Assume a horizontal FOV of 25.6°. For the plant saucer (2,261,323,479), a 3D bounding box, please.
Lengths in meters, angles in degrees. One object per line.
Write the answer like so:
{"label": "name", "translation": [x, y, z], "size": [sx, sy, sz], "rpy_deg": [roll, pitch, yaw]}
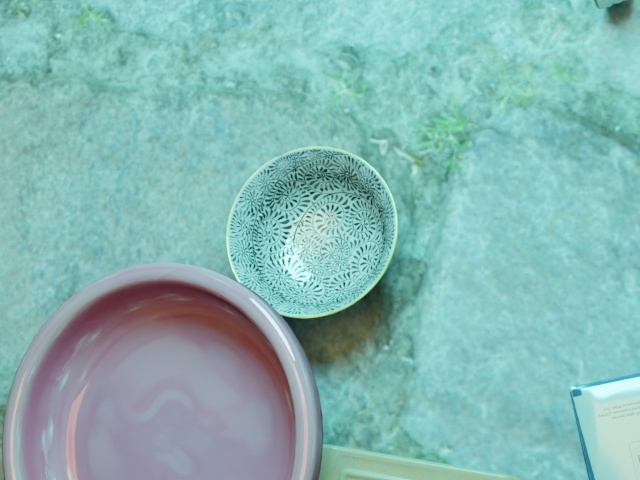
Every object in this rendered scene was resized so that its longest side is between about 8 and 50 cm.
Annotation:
{"label": "plant saucer", "translation": [-0.144, 0.189, 1.337], "size": [0.332, 0.084, 0.332], "rpy_deg": [-4, 80, 23]}

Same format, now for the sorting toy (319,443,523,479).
{"label": "sorting toy", "translation": [0.076, 0.298, 1.296], "size": [0.208, 0.038, 0.193], "rpy_deg": [8, 78, 12]}

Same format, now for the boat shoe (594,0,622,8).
{"label": "boat shoe", "translation": [0.326, -0.353, 1.366], "size": [0.096, 0.098, 0.277], "rpy_deg": [11, 77, 18]}

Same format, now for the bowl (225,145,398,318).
{"label": "bowl", "translation": [0.000, 0.000, 1.369], "size": [0.170, 0.080, 0.170], "rpy_deg": [-4, 75, 14]}

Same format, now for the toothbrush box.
{"label": "toothbrush box", "translation": [0.326, 0.175, 1.120], "size": [0.216, 0.295, 0.126], "rpy_deg": [-13, 74, 11]}
